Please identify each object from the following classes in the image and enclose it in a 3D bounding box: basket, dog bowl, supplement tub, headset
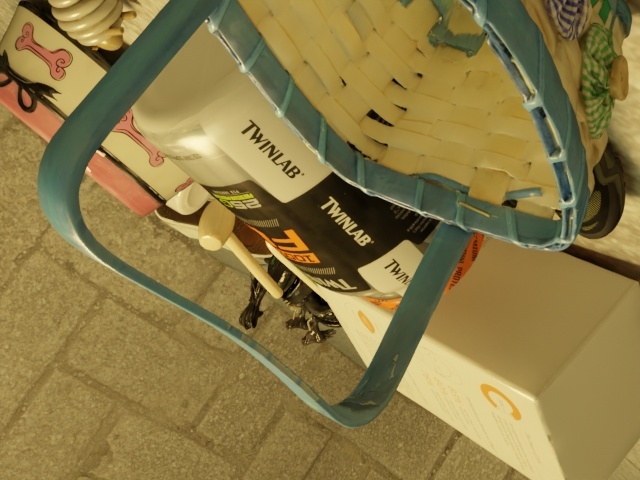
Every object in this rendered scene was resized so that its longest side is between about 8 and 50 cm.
[{"bbox_3d":[0.027,-0.070,0.412,0.201,0.289,0.255,25,168,40],"label":"basket"},{"bbox_3d":[-0.381,-0.201,1.375,0.408,0.150,0.408,38,174,5],"label":"dog bowl"},{"bbox_3d":[0.008,-0.077,0.725,0.194,0.193,0.316,22,165,50],"label":"supplement tub"},{"bbox_3d":[-0.022,0.113,1.702,0.243,0.185,0.394,33,159,-36],"label":"headset"}]

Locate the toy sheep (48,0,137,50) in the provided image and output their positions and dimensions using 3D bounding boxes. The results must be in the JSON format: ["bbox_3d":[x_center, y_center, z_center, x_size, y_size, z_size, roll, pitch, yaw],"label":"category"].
[{"bbox_3d":[-0.281,-0.284,0.990,0.091,0.091,0.132,24,152,44],"label":"toy sheep"}]

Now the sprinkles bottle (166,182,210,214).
[{"bbox_3d":[-0.377,-0.184,1.647,0.355,0.121,0.121,31,170,18],"label":"sprinkles bottle"}]

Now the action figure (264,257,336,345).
[{"bbox_3d":[-0.047,0.108,1.971,0.164,0.141,0.275,34,148,52],"label":"action figure"}]

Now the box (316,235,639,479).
[{"bbox_3d":[0.187,0.110,0.952,0.345,0.168,0.215,28,155,47],"label":"box"}]

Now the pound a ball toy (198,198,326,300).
[{"bbox_3d":[0.000,0.000,1.185,0.208,0.135,0.319,-15,143,27],"label":"pound a ball toy"}]

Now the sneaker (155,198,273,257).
[{"bbox_3d":[-0.222,-0.040,1.815,0.290,0.105,0.123,22,170,-7],"label":"sneaker"}]

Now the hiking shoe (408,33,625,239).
[{"bbox_3d":[0.145,-0.053,0.622,0.227,0.114,0.086,40,169,-32],"label":"hiking shoe"}]
